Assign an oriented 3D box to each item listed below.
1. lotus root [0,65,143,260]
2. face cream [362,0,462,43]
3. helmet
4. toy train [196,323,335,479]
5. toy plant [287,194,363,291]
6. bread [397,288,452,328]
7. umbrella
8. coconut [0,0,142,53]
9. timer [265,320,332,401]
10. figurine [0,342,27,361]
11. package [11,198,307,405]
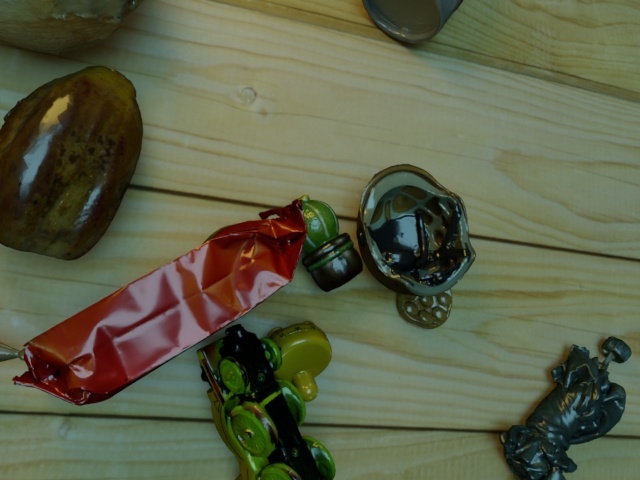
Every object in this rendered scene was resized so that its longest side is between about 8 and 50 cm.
[{"bbox_3d":[-0.370,-0.120,0.764,0.193,0.193,0.291,23,80,-11],"label":"lotus root"},{"bbox_3d":[0.191,-0.492,0.958,0.175,0.175,0.195,33,74,-9],"label":"face cream"},{"bbox_3d":[0.147,-0.005,0.904,0.198,0.130,0.224,-18,77,-21],"label":"helmet"},{"bbox_3d":[-0.093,0.273,0.785,0.100,0.160,0.296,-21,85,-48],"label":"toy train"},{"bbox_3d":[0.000,0.000,0.882,0.093,0.093,0.162,-30,91,-17],"label":"toy plant"},{"bbox_3d":[0.191,0.108,0.955,0.110,0.024,0.110,3,81,-16],"label":"bread"},{"bbox_3d":[0.472,0.308,0.972,0.349,0.094,0.143,-39,98,-19],"label":"umbrella"},{"bbox_3d":[-0.394,-0.437,0.703,0.360,0.346,0.346,11,80,-6],"label":"coconut"},{"bbox_3d":[-0.031,0.190,0.838,0.107,0.109,0.107,-11,128,-15],"label":"timer"},{"bbox_3d":[-0.580,0.129,0.667,0.387,0.166,0.207,19,95,-9],"label":"figurine"},{"bbox_3d":[-0.204,0.087,0.759,0.423,0.196,0.123,-32,96,-18],"label":"package"}]
